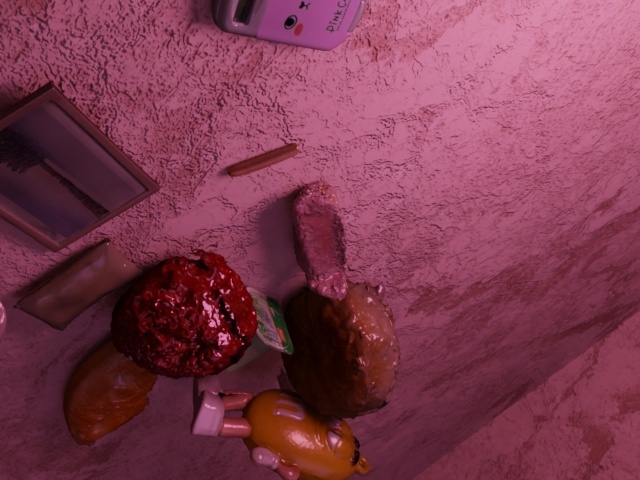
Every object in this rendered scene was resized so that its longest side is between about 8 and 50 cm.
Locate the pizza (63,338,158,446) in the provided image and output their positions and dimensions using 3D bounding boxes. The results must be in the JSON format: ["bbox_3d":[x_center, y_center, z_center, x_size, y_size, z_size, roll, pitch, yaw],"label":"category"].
[{"bbox_3d":[-0.446,0.319,1.516,0.182,0.074,0.365,2,133,-32],"label":"pizza"}]

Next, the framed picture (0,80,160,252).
[{"bbox_3d":[-0.403,-0.096,1.077,0.213,0.016,0.289,-31,149,3],"label":"framed picture"}]

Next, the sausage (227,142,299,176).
[{"bbox_3d":[-0.100,-0.139,1.242,0.132,0.024,0.024,-22,143,-10],"label":"sausage"}]

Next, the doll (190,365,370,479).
[{"bbox_3d":[-0.111,0.407,1.610,0.423,0.348,0.161,8,122,-39],"label":"doll"}]

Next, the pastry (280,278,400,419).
[{"bbox_3d":[0.038,0.239,1.544,0.136,0.330,0.330,-5,138,-42],"label":"pastry"}]

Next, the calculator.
[{"bbox_3d":[-0.044,-0.348,1.015,0.246,0.045,0.141,2,133,-33],"label":"calculator"}]

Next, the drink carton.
[{"bbox_3d":[-0.165,0.199,1.511,0.142,0.146,0.144,-31,144,18],"label":"drink carton"}]

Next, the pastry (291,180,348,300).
[{"bbox_3d":[-0.002,-0.006,1.397,0.102,0.112,0.265,-11,129,-5],"label":"pastry"}]

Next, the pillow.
[{"bbox_3d":[-0.429,0.084,1.267,0.208,0.053,0.119,-35,146,3],"label":"pillow"}]

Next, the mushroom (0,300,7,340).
[{"bbox_3d":[-0.625,0.176,1.229,0.116,0.093,0.225,23,130,-29],"label":"mushroom"}]

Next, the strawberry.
[{"bbox_3d":[-0.244,0.155,1.333,0.274,0.220,0.274,-21,144,-16],"label":"strawberry"}]
